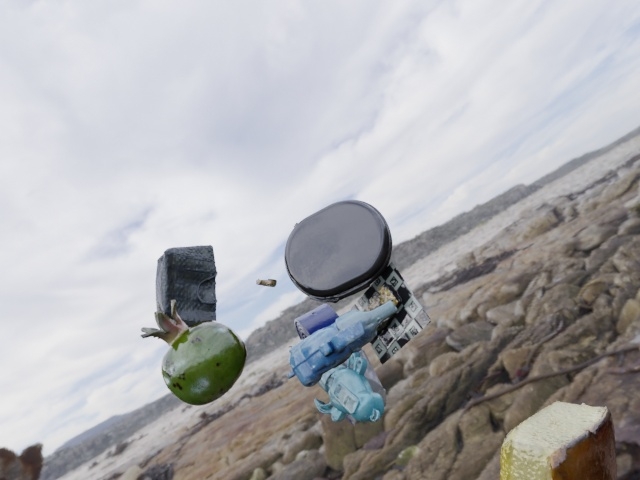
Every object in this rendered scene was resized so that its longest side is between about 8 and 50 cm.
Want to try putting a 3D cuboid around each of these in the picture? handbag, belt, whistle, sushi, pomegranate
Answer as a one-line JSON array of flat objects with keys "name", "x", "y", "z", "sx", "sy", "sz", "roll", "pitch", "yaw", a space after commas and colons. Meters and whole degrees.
[{"name": "handbag", "x": 0.048, "y": 0.030, "z": 1.297, "sx": 0.307, "sy": 0.254, "sz": 0.093, "roll": -27, "pitch": -18, "yaw": 12}, {"name": "belt", "x": 0.054, "y": 0.351, "z": 1.389, "sx": 0.117, "sy": 0.347, "sz": 0.212, "roll": -25, "pitch": -25, "yaw": -18}, {"name": "handbag", "x": -0.375, "y": 0.132, "z": 1.359, "sx": 0.175, "sy": 0.271, "sz": 0.088, "roll": 7, "pitch": -24, "yaw": -32}, {"name": "whistle", "x": 0.042, "y": 0.205, "z": 0.970, "sx": 0.269, "sy": 0.093, "sz": 0.180, "roll": -33, "pitch": -18, "yaw": 8}, {"name": "sushi", "x": 0.160, "y": 0.197, "z": 1.255, "sx": 0.050, "sy": 0.192, "sz": 0.215, "roll": 0, "pitch": -43, "yaw": -40}, {"name": "pomegranate", "x": -0.262, "y": 0.227, "z": 0.986, "sx": 0.181, "sy": 0.224, "sz": 0.181, "roll": -40, "pitch": 8, "yaw": 6}, {"name": "whistle", "x": 0.053, "y": 0.352, "z": 1.154, "sx": 0.093, "sy": 0.274, "sz": 0.186, "roll": 21, "pitch": -85, "yaw": -37}]

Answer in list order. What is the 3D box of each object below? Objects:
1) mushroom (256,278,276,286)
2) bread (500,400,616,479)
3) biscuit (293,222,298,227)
[{"name": "mushroom", "x": -0.149, "y": 0.117, "z": 1.309, "sx": 0.049, "sy": 0.019, "sz": 0.101, "roll": 13, "pitch": -13, "yaw": -26}, {"name": "bread", "x": 0.479, "y": 0.519, "z": 0.946, "sx": 0.143, "sy": 0.333, "sz": 0.323, "roll": 1, "pitch": 2, "yaw": 44}, {"name": "biscuit", "x": -0.001, "y": 0.001, "z": 1.728, "sx": 0.031, "sy": 0.228, "sz": 0.176, "roll": -50, "pitch": 13, "yaw": 22}]
